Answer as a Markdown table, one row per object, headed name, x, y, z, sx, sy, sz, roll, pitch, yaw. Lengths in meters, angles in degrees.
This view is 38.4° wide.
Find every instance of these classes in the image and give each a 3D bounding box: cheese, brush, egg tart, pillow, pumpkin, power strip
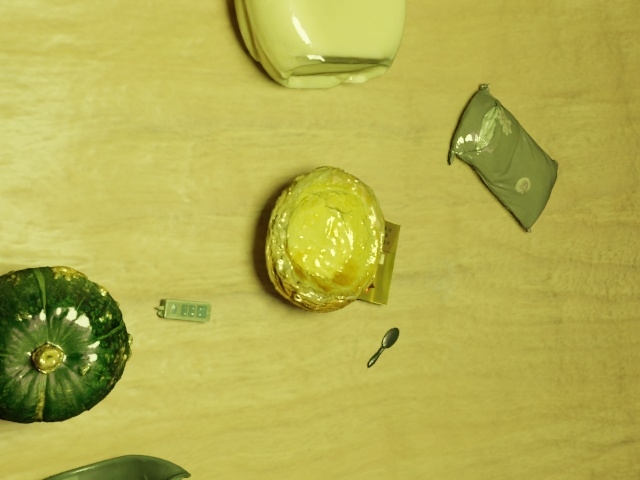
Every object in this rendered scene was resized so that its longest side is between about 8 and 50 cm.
| name | x | y | z | sx | sy | sz | roll | pitch | yaw |
| --- | --- | --- | --- | --- | --- | --- | --- | --- | --- |
| cheese | 0.002 | -0.336 | 1.293 | 0.266 | 0.127 | 0.233 | -11 | 95 | -39 |
| brush | 0.099 | 0.169 | 1.451 | 0.083 | 0.008 | 0.024 | -49 | 120 | -25 |
| egg tart | -0.002 | 0.000 | 1.319 | 0.213 | 0.090 | 0.212 | -1 | 92 | -38 |
| pillow | 0.329 | -0.143 | 1.590 | 0.255 | 0.059 | 0.169 | 39 | 66 | -31 |
| pumpkin | -0.314 | 0.118 | 1.047 | 0.190 | 0.146 | 0.190 | 0 | 90 | -39 |
| power strip | -0.182 | 0.094 | 1.229 | 0.083 | 0.017 | 0.027 | 8 | 85 | -39 |

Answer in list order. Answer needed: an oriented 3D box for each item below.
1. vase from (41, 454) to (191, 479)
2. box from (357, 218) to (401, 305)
| name | x | y | z | sx | sy | sz | roll | pitch | yaw |
| --- | --- | --- | --- | --- | --- | --- | --- | --- | --- |
| vase | -0.282 | 0.421 | 1.090 | 0.251 | 0.156 | 0.300 | 2 | 96 | -29 |
| box | 0.076 | 0.028 | 1.421 | 0.090 | 0.023 | 0.133 | 14 | 83 | -35 |
